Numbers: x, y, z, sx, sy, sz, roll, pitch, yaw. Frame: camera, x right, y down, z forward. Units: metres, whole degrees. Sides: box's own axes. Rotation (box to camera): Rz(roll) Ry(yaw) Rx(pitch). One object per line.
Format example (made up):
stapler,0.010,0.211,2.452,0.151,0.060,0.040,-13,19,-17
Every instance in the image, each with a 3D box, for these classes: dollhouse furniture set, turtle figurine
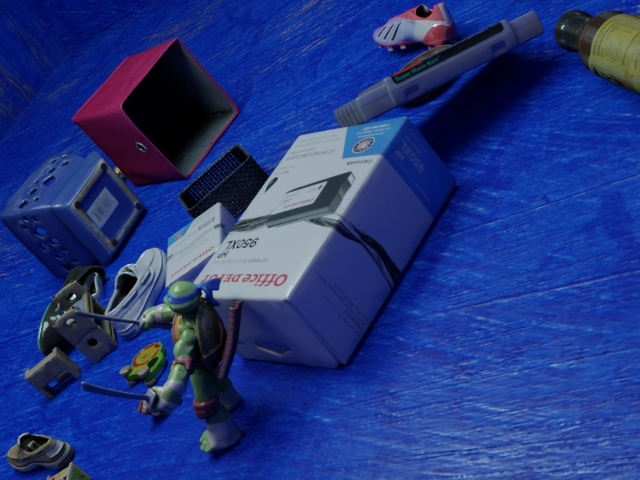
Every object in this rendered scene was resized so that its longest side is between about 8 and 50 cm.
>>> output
dollhouse furniture set,-0.533,0.203,2.107,0.184,0.129,0.129,-39,27,4
turtle figurine,-0.235,0.197,1.561,0.275,0.266,0.198,-36,33,-23

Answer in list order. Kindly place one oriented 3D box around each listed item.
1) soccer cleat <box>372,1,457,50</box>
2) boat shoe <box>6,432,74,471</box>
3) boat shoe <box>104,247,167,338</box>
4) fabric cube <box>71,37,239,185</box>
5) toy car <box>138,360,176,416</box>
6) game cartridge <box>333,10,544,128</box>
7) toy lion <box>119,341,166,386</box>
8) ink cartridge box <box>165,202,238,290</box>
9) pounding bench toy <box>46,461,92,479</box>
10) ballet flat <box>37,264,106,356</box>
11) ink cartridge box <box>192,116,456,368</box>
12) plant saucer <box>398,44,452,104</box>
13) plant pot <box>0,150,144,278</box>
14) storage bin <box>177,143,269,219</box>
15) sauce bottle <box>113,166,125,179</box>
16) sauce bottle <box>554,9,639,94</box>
soccer cleat,0.196,-0.458,2.175,0.083,0.095,0.248,-25,23,-27
boat shoe,-0.536,0.385,1.906,0.190,0.072,0.068,-15,37,40
boat shoe,-0.384,0.089,2.134,0.095,0.084,0.258,-29,30,22
fabric cube,-0.419,-0.318,2.592,0.258,0.254,0.259,-3,46,49
toy car,-0.270,0.257,1.781,0.040,0.060,0.122,16,63,22
game cartridge,0.204,-0.302,1.826,0.355,0.068,0.230,-27,1,-8
toy lion,-0.323,0.228,1.918,0.100,0.034,0.096,-6,36,48
ink cartridge box,-0.230,0.029,2.031,0.140,0.082,0.190,-34,29,13
pounding bench toy,-0.433,0.432,1.728,0.065,0.052,0.083,-33,29,15
ballet flat,-0.540,0.142,2.254,0.096,0.095,0.280,-17,34,18
ink cartridge box,0.000,0.000,1.690,0.285,0.166,0.395,-4,45,49
plant saucer,0.210,-0.327,2.055,0.168,0.029,0.168,-30,30,19
plant pot,-0.582,-0.069,2.468,0.212,0.236,0.236,-8,41,37
storage bin,-0.206,-0.110,2.203,0.180,0.084,0.122,-42,28,-1
sauce bottle,-0.564,-0.165,2.782,0.128,0.042,0.042,-47,28,-9
sauce bottle,0.477,-0.297,1.588,0.111,0.111,0.344,-39,26,3
